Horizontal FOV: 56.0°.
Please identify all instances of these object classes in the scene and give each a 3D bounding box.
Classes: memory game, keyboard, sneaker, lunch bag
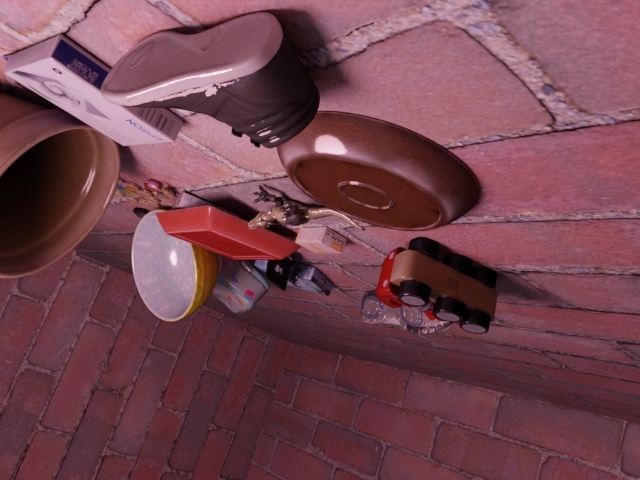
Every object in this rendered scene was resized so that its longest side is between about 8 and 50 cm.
[{"bbox_3d":[-0.490,-0.126,1.513,0.186,0.012,0.186,19,165,5],"label":"memory game"},{"bbox_3d":[-0.094,0.072,1.604,0.100,0.038,0.192,38,151,11],"label":"keyboard"},{"bbox_3d":[0.236,0.177,1.544,0.129,0.111,0.297,11,177,-35],"label":"sneaker"},{"bbox_3d":[-0.276,0.107,1.809,0.224,0.108,0.279,46,158,-6],"label":"lunch bag"},{"bbox_3d":[-0.130,-0.168,0.713,0.295,0.105,0.147,3,153,36],"label":"sneaker"}]

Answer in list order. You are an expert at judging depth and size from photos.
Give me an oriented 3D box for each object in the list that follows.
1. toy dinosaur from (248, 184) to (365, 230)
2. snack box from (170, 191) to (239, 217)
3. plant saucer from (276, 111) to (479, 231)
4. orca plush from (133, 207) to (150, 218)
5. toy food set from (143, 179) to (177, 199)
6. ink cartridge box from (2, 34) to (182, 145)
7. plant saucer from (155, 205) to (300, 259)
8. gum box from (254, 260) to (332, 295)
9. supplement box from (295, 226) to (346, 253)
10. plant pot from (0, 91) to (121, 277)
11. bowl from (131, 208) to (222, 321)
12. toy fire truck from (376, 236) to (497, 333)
[{"bbox_3d":[-0.054,-0.054,1.130,0.268,0.064,0.118,4,165,40],"label":"toy dinosaur"},{"bbox_3d":[-0.270,-0.063,1.403,0.141,0.037,0.100,23,166,-19],"label":"snack box"},{"bbox_3d":[0.072,-0.083,0.880,0.310,0.050,0.310,18,166,5],"label":"plant saucer"},{"bbox_3d":[-0.470,0.003,1.777,0.151,0.102,0.287,-20,131,6],"label":"orca plush"},{"bbox_3d":[-0.369,-0.118,1.379,0.078,0.019,0.122,30,170,-34],"label":"toy food set"},{"bbox_3d":[-0.367,-0.221,0.948,0.223,0.045,0.223,6,160,44],"label":"ink cartridge box"},{"bbox_3d":[-0.219,-0.006,1.388,0.258,0.048,0.259,24,164,-37],"label":"plant saucer"},{"bbox_3d":[-0.075,0.099,1.728,0.184,0.041,0.157,13,163,26],"label":"gum box"},{"bbox_3d":[0.000,0.000,1.286,0.062,0.036,0.098,30,162,-33],"label":"supplement box"},{"bbox_3d":[-0.583,-0.141,1.103,0.280,0.323,0.323,35,168,13],"label":"plant pot"},{"bbox_3d":[-0.355,0.057,1.597,0.289,0.290,0.156,6,-169,41],"label":"bowl"},{"bbox_3d":[0.201,0.093,1.205,0.217,0.159,0.246,24,154,-19],"label":"toy fire truck"}]
